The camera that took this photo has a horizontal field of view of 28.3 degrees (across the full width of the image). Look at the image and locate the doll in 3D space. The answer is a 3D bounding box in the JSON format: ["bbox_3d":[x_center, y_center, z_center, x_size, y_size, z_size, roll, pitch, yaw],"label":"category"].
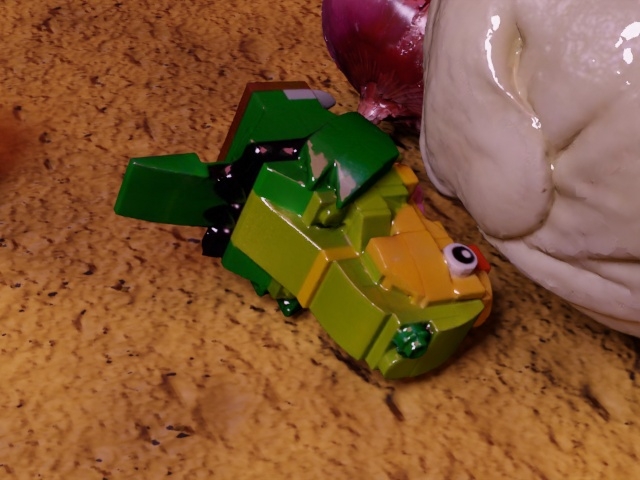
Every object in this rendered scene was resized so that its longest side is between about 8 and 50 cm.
[{"bbox_3d":[0.005,-0.004,0.680,0.186,0.106,0.134,37,40,12],"label":"doll"}]

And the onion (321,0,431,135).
[{"bbox_3d":[0.047,-0.100,0.826,0.150,0.150,0.140,37,86,34],"label":"onion"}]

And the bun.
[{"bbox_3d":[0.150,-0.045,0.664,0.160,0.259,0.259,-46,54,-6],"label":"bun"}]
